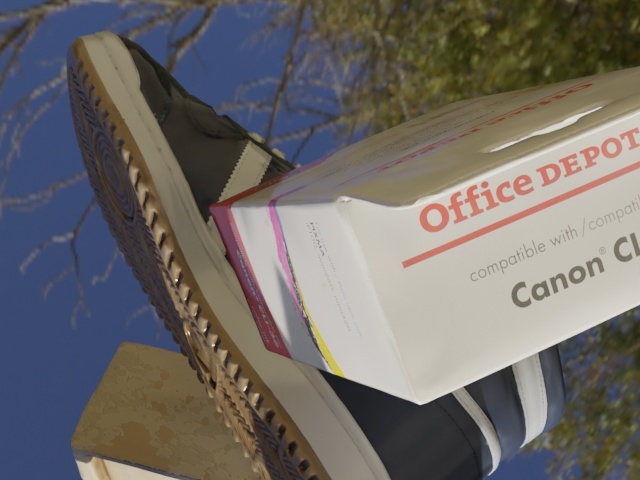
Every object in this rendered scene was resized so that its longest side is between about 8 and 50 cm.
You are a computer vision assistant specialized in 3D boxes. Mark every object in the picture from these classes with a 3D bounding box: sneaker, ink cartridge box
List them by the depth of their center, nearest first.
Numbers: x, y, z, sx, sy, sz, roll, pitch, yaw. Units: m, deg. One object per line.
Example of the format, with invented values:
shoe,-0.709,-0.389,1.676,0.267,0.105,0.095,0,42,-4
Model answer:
ink cartridge box,0.047,-0.004,0.435,0.115,0.198,0.067,-23,-82,-15
sneaker,0.000,0.000,0.625,0.153,0.099,0.282,-26,-109,-19

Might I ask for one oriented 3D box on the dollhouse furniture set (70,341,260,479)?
dollhouse furniture set,-0.088,0.292,0.665,0.362,0.256,0.394,11,-128,17
